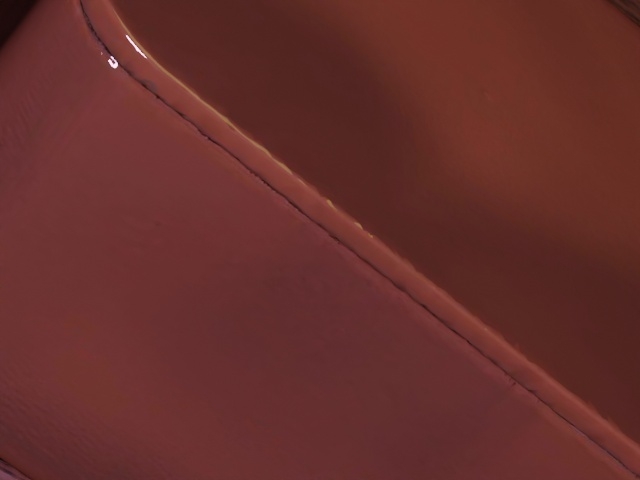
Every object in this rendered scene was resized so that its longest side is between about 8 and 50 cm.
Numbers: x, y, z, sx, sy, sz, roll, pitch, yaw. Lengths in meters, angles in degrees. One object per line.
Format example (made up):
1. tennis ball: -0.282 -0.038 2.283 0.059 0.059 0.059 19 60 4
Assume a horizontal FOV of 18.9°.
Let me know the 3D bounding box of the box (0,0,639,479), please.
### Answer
1. box: 0.000 0.000 0.818 0.339 0.229 0.239 37 39 -16
